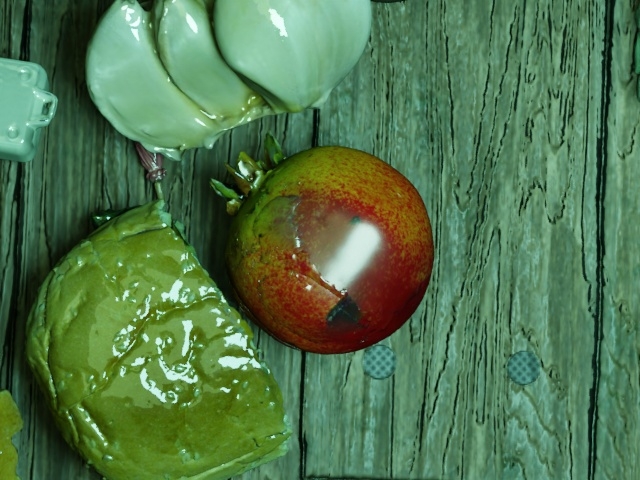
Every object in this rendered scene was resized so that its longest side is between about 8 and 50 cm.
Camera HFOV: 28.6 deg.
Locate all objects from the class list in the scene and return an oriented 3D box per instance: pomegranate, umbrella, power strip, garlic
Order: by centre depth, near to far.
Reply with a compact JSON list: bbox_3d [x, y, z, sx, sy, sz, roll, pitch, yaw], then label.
[{"bbox_3d":[-0.090,-0.218,1.222,0.281,0.185,0.203,-11,132,27],"label":"garlic"},{"bbox_3d":[0.000,0.000,1.225,0.210,0.210,0.235,-43,89,-4],"label":"pomegranate"},{"bbox_3d":[-0.434,-0.153,1.270,0.338,0.058,0.098,9,78,-3],"label":"power strip"},{"bbox_3d":[-0.184,-0.117,1.306,0.027,0.025,0.165,-16,87,18],"label":"umbrella"}]

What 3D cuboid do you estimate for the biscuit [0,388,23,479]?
[{"bbox_3d":[-0.381,0.219,1.205,0.041,0.238,0.212,-2,114,37],"label":"biscuit"}]

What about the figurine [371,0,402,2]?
[{"bbox_3d":[0.095,-0.328,1.261,0.275,0.161,0.158,-17,127,1],"label":"figurine"}]

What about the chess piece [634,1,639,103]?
[{"bbox_3d":[0.479,-0.198,1.277,0.299,0.194,0.195,0,88,5],"label":"chess piece"}]

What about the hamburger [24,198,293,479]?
[{"bbox_3d":[-0.176,0.117,1.246,0.211,0.132,0.309,-29,91,-6],"label":"hamburger"}]
